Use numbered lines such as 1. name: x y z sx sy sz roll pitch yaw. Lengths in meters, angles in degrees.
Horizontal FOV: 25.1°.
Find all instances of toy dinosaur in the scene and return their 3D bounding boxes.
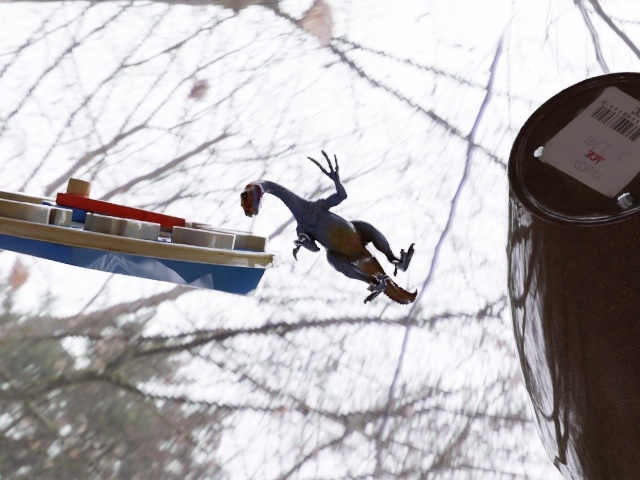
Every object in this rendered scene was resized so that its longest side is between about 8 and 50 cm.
1. toy dinosaur: 0.000 0.000 0.695 0.082 0.090 0.047 30 -113 25

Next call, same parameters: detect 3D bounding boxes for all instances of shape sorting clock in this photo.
1. shape sorting clock: -0.120 -0.010 0.688 0.206 0.206 0.040 11 -92 7

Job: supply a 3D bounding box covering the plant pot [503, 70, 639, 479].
1. plant pot: 0.193 0.016 0.831 0.215 0.215 0.230 -20 -44 13
